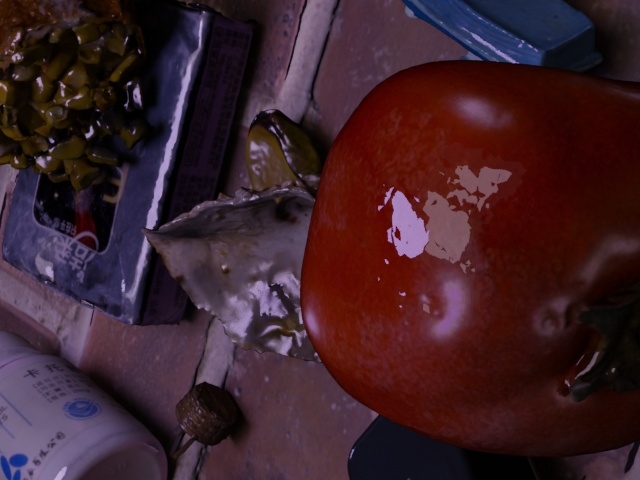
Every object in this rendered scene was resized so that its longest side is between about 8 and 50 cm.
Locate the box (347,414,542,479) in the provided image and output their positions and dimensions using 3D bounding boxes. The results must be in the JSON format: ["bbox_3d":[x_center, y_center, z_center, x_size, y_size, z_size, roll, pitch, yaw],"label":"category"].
[{"bbox_3d":[0.104,0.220,0.951,0.144,0.090,0.201,-52,31,27],"label":"box"}]

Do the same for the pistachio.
[{"bbox_3d":[-0.025,-0.053,1.161,0.089,0.049,0.173,-15,87,47],"label":"pistachio"}]

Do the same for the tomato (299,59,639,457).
[{"bbox_3d":[0.150,0.010,0.821,0.290,0.325,0.293,37,124,51],"label":"tomato"}]

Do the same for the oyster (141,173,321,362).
[{"bbox_3d":[0.020,0.020,1.074,0.396,0.111,0.204,-12,111,28],"label":"oyster"}]

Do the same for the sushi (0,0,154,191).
[{"bbox_3d":[-0.274,-0.177,1.179,0.296,0.167,0.179,-37,54,18],"label":"sushi"}]

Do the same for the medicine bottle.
[{"bbox_3d":[-0.325,0.231,1.337,0.293,0.170,0.170,30,107,40],"label":"medicine bottle"}]

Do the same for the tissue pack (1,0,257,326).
[{"bbox_3d":[-0.223,-0.106,1.298,0.259,0.122,0.362,24,101,37],"label":"tissue pack"}]

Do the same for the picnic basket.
[{"bbox_3d":[-0.135,0.202,1.232,0.083,0.072,0.072,-48,58,19],"label":"picnic basket"}]

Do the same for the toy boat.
[{"bbox_3d":[0.139,-0.197,0.996,0.238,0.109,0.098,48,152,33],"label":"toy boat"}]
